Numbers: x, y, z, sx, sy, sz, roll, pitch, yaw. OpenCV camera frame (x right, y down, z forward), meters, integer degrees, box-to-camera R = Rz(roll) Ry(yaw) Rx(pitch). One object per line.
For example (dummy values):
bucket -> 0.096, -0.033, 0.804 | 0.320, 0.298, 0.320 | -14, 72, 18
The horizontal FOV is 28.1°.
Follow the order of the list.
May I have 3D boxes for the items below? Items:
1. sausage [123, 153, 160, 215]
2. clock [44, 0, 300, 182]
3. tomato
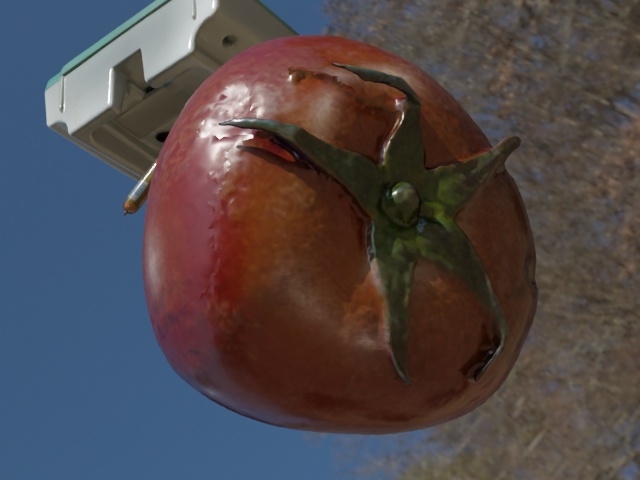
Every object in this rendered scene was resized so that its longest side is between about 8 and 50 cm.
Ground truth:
sausage -> -0.131, -0.060, 1.045 | 0.100, 0.015, 0.015 | -54, -49, -15
clock -> -0.134, -0.144, 1.391 | 0.262, 0.116, 0.231 | -28, -44, 28
tomato -> 0.000, 0.000, 0.514 | 0.167, 0.167, 0.167 | -15, -59, -26
